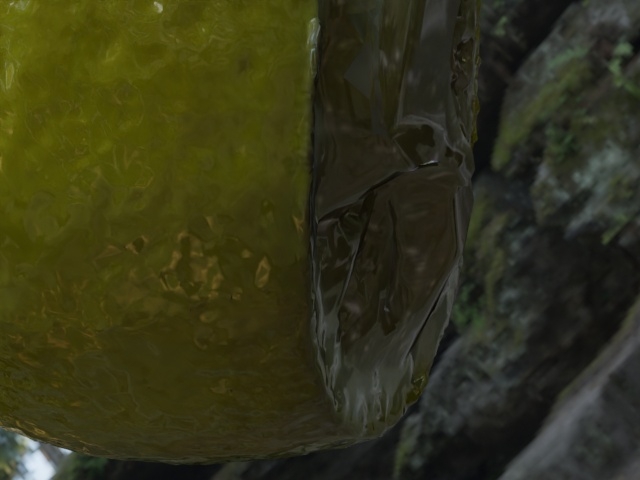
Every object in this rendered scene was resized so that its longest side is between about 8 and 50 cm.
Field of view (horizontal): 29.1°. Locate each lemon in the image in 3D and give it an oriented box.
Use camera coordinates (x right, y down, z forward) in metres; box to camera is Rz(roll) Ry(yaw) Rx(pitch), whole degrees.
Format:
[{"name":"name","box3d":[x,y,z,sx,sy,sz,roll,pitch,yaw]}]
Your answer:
[{"name":"lemon","box3d":[-0.096,-0.075,0.568,0.364,0.364,0.364,-36,-23,-18]}]

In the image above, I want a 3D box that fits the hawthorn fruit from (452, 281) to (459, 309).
[{"name":"hawthorn fruit","box3d":[0.000,0.000,0.891,0.205,0.253,0.205,2,-42,2]}]
